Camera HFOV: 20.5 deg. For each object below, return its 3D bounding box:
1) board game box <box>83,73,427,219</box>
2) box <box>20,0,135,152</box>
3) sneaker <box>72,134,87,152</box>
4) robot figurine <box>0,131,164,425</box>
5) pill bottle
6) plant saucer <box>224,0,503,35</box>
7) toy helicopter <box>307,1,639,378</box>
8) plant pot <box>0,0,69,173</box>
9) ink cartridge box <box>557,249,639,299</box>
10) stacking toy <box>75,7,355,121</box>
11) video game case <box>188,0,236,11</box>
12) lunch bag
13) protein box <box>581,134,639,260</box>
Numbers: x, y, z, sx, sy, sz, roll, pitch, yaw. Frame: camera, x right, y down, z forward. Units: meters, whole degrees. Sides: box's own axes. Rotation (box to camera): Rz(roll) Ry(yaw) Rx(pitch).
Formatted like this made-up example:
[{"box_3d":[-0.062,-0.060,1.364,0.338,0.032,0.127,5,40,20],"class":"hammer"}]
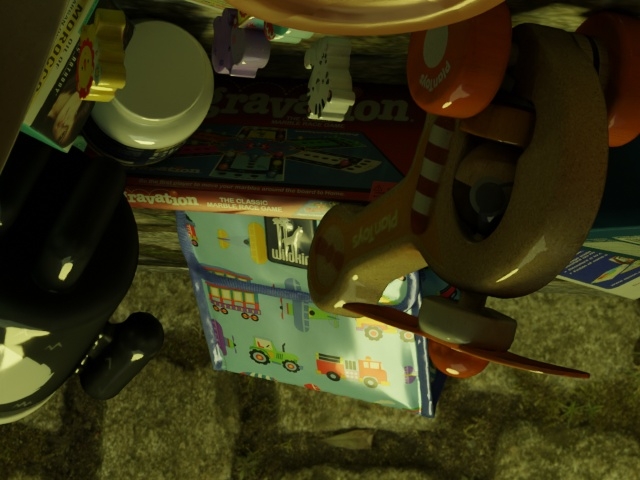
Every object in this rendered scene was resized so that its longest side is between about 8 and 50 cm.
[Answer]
[{"box_3d":[-0.040,-0.075,1.387,0.281,0.145,0.027,4,132,12],"class":"board game box"},{"box_3d":[-0.182,-0.126,1.068,0.060,0.100,0.244,28,177,8],"class":"box"},{"box_3d":[-0.366,-0.067,1.784,0.208,0.127,0.319,3,173,17],"class":"sneaker"},{"box_3d":[-0.240,0.031,1.324,0.173,0.209,0.278,-18,160,-37],"class":"robot figurine"},{"box_3d":[-0.127,-0.108,1.281,0.094,0.094,0.169,7,174,-10],"class":"pill bottle"},{"box_3d":[0.022,-0.145,0.839,0.200,0.037,0.200,-1,162,0],"class":"plant saucer"},{"box_3d":[0.081,-0.004,1.169,0.140,0.235,0.355,8,161,-24],"class":"toy helicopter"},{"box_3d":[-0.266,-0.117,0.760,0.274,0.256,0.256,21,174,-2],"class":"plant pot"},{"box_3d":[0.255,-0.030,1.489,0.175,0.069,0.371,-30,159,26],"class":"ink cartridge box"},{"box_3d":[-0.031,-0.123,1.012,0.167,0.052,0.221,3,165,-24],"class":"stacking toy"},{"box_3d":[-0.039,-0.160,1.067,0.143,0.019,0.157,1,173,44],"class":"video game case"},{"box_3d":[0.000,0.000,1.535,0.221,0.138,0.293,11,144,21],"class":"lunch bag"},{"box_3d":[0.268,-0.057,1.195,0.201,0.136,0.200,9,173,-33],"class":"protein box"}]
